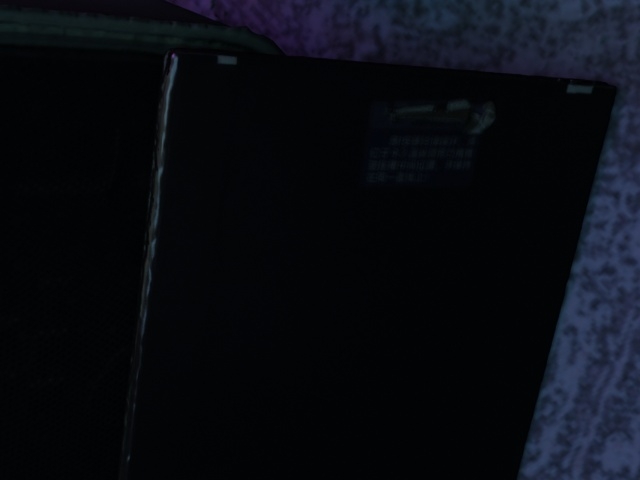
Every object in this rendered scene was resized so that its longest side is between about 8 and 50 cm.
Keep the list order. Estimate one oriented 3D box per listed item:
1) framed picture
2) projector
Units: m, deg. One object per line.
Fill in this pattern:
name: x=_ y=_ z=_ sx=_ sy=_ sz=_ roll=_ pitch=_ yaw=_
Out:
framed picture: x=0.021 y=0.075 z=0.515 sx=0.014 sy=0.256 sz=0.338 roll=38 pitch=124 yaw=54
projector: x=-0.183 y=-0.018 z=0.509 sx=0.249 sy=0.248 sz=0.248 roll=31 pitch=117 yaw=44
